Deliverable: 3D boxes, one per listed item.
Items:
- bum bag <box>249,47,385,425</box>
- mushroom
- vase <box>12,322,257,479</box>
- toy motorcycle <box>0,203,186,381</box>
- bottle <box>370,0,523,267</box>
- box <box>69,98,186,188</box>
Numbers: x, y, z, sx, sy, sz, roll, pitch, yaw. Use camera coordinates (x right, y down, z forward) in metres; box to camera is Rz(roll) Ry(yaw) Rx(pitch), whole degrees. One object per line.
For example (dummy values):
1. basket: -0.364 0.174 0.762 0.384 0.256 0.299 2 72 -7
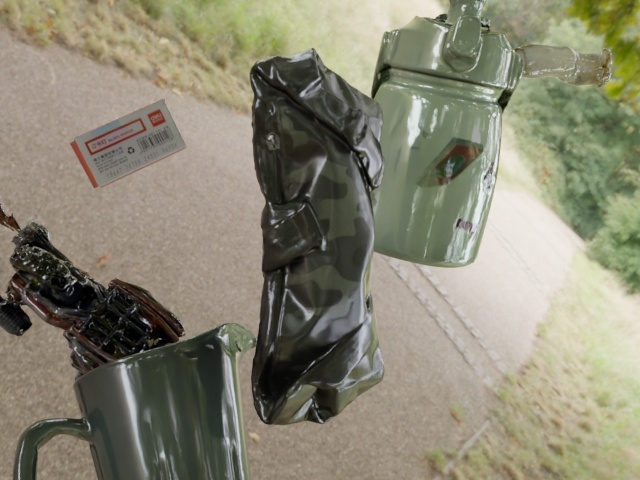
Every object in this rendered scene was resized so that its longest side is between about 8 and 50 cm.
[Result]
1. bum bag: 0.000 0.000 0.613 0.143 0.341 0.095 -4 4 -40
2. mushroom: 0.394 -0.286 1.087 0.202 0.054 0.059 1 82 -25
3. vase: -0.137 0.242 0.608 0.250 0.156 0.301 -4 68 -32
4. toy motorcycle: -0.306 0.080 0.819 0.401 0.207 0.134 40 60 -12
5. bottle: 0.154 -0.160 0.939 0.229 0.352 0.229 10 14 -2
6. box: -0.430 -0.216 1.511 0.123 0.229 0.050 64 -13 -10
